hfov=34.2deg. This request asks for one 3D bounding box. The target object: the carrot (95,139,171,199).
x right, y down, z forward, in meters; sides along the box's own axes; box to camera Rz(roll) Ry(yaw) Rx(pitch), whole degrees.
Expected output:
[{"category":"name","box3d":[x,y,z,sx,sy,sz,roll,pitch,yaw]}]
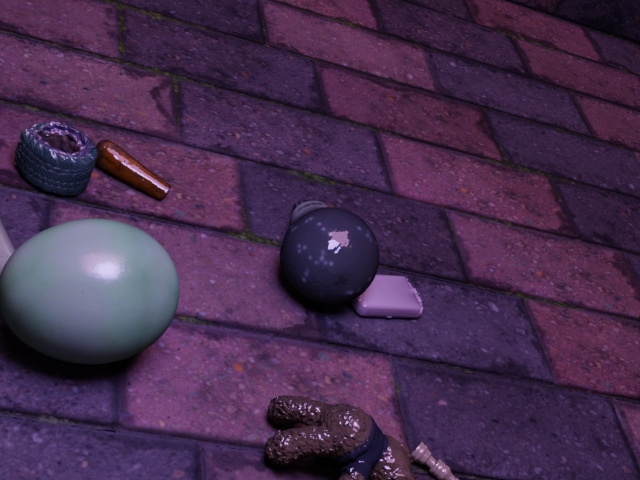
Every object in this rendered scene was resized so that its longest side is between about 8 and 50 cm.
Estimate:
[{"category":"carrot","box3d":[-0.359,-0.131,1.969,0.161,0.055,0.055,35,36,-2]}]

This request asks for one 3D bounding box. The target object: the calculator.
[{"category":"calculator","box3d":[0.121,0.106,2.004,0.175,0.032,0.100,4,42,-29]}]

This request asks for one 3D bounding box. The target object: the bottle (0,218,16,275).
[{"category":"bottle","box3d":[-0.535,0.003,1.667,0.072,0.072,0.201,-7,48,-39]}]

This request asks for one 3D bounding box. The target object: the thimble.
[{"category":"thimble","box3d":[-0.476,-0.151,1.880,0.135,0.090,0.118,32,33,9]}]

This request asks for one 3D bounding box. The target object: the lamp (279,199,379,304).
[{"category":"lamp","box3d":[-0.015,0.002,1.959,0.181,0.182,0.314,2,23,-32]}]

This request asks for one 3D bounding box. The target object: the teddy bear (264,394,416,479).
[{"category":"teddy bear","box3d":[0.038,0.314,1.615,0.251,0.129,0.182,22,38,-7]}]

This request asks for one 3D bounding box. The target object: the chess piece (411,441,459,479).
[{"category":"chess piece","box3d":[0.193,0.376,1.724,0.092,0.035,0.035,39,37,8]}]

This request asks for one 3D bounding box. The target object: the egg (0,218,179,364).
[{"category":"egg","box3d":[-0.348,0.077,1.574,0.269,0.220,0.220,1,43,-19]}]
